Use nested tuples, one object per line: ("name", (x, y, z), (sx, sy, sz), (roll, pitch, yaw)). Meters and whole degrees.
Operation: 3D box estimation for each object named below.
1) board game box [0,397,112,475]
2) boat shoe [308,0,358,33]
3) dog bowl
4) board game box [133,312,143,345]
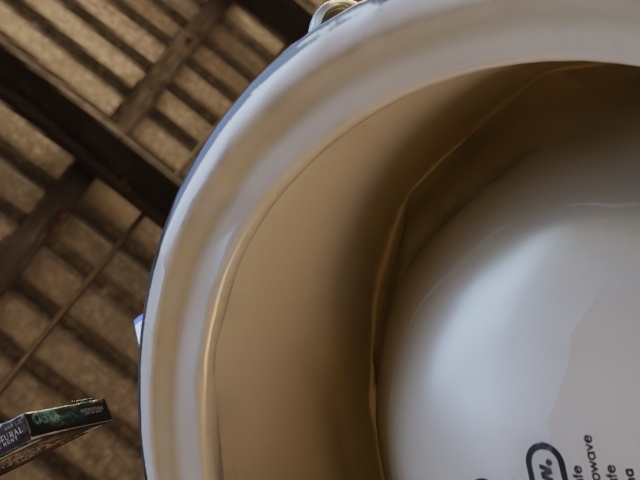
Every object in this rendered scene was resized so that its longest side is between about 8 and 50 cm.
("board game box", (-0.291, 0.191, 0.954), (0.026, 0.186, 0.126), (66, -163, 10))
("boat shoe", (0.046, -0.162, 1.265), (0.094, 0.109, 0.302), (61, -164, -67))
("dog bowl", (0.123, 0.096, 0.415), (0.150, 0.408, 0.408), (-19, -111, -49))
("board game box", (-0.008, 0.205, 0.988), (0.347, 0.078, 0.233), (38, -157, -46))
